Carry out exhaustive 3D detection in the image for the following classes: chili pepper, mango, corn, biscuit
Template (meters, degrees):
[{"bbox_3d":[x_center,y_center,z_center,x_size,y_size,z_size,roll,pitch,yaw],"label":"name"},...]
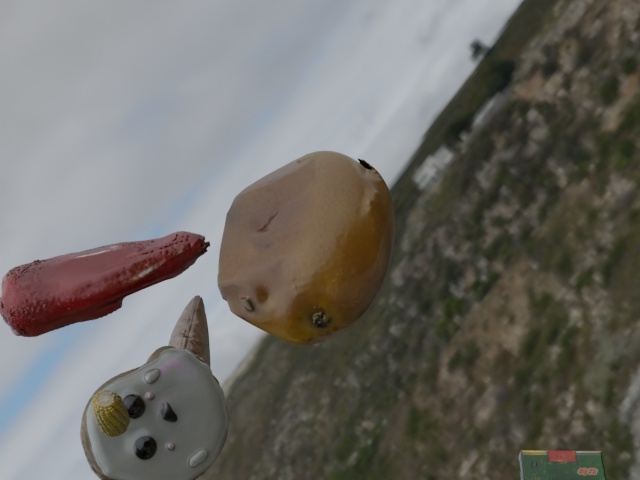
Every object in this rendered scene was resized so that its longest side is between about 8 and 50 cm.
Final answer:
[{"bbox_3d":[-0.331,0.061,1.637,0.387,0.110,0.110,-17,2,8],"label":"chili pepper"},{"bbox_3d":[0.000,0.000,1.245,0.166,0.136,0.236,-12,48,19],"label":"mango"},{"bbox_3d":[-0.224,0.185,1.253,0.037,0.037,0.092,-51,-16,-23],"label":"corn"},{"bbox_3d":[-0.218,0.246,1.577,0.208,0.181,0.049,-28,-8,-27],"label":"biscuit"}]

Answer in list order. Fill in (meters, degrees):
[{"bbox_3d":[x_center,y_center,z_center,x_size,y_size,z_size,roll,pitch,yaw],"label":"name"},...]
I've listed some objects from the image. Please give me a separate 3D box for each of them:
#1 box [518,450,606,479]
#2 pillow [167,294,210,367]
[{"bbox_3d":[0.381,0.431,1.800,0.034,0.132,0.235,88,-177,-49],"label":"box"},{"bbox_3d":[-0.237,0.247,2.076,0.236,0.084,0.223,-91,8,-58],"label":"pillow"}]
